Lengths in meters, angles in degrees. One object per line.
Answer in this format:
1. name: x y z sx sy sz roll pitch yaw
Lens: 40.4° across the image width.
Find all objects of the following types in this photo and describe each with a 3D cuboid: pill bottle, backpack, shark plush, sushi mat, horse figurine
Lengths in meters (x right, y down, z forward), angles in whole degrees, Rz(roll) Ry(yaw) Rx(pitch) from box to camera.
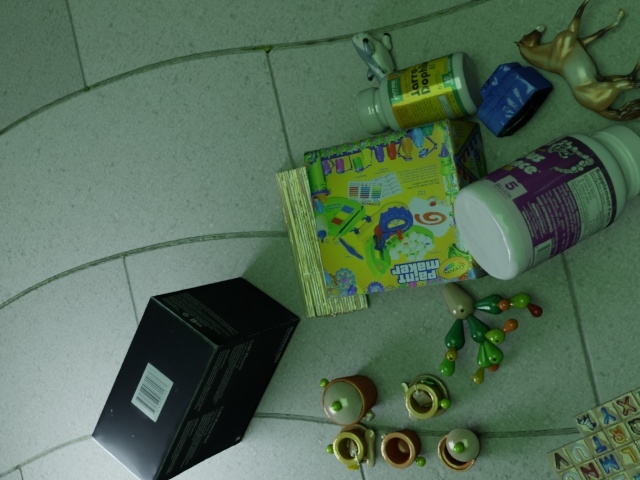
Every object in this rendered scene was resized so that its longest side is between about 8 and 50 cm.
1. pill bottle: 0.179 -0.262 1.596 0.208 0.117 0.118 -13 88 25
2. backpack: 0.334 -0.248 1.536 0.101 0.098 0.120 48 126 21
3. shark plush: 0.115 -0.332 1.686 0.067 0.073 0.161 -18 107 48
4. pill bottle: 0.383 -0.072 1.412 0.301 0.169 0.169 -27 79 -15
5. sushi mat: 0.000 0.000 1.780 0.151 0.019 0.317 -14 88 28
6. horse figurine: 0.466 -0.297 1.474 0.174 0.066 0.263 -40 76 24

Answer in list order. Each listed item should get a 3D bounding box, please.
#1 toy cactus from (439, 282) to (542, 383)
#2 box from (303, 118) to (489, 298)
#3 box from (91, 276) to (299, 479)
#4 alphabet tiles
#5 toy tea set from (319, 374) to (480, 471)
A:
1. toy cactus: 0.291 0.150 1.606 0.219 0.112 0.180 -51 53 25
2. box: 0.153 -0.054 1.602 0.290 0.177 0.279 -9 90 28
3. box: -0.249 0.277 1.773 0.179 0.312 0.343 33 109 22
4. alphabet tiles: 0.529 0.386 1.535 0.237 0.009 0.198 -33 79 26
5. toy tea set: 0.142 0.359 1.675 0.336 0.124 0.200 -5 92 29
